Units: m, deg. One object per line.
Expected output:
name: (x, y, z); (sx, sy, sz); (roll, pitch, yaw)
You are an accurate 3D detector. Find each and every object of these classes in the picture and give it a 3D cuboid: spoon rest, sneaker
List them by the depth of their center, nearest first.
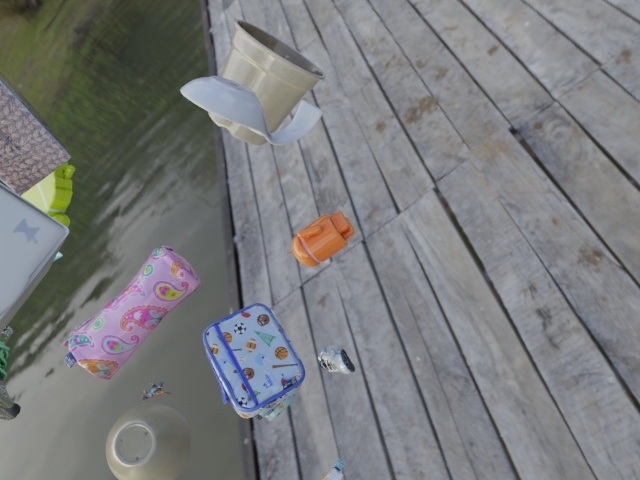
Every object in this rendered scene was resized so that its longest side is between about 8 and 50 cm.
spoon rest: (-0.110, -0.210, 0.959); (0.137, 0.276, 0.084); (36, 114, 32)
sneaker: (-0.879, 0.297, 1.494); (0.410, 0.158, 0.182); (32, 61, 26)
sneaker: (0.046, 0.375, 1.760); (0.086, 0.085, 0.237); (-31, 2, -10)

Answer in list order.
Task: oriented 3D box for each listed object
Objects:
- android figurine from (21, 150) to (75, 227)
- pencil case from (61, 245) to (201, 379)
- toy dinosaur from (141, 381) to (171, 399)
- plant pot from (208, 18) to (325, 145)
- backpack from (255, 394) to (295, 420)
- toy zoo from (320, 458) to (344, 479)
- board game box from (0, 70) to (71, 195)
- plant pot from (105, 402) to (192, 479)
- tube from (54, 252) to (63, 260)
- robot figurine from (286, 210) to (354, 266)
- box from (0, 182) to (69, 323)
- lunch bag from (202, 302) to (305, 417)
android figurine: (-0.685, -0.100, 1.421); (0.273, 0.056, 0.248); (-52, 55, 20)
pencil case: (-0.369, 0.140, 1.133); (0.284, 0.124, 0.124); (-46, 37, -5)
toy dinosaur: (-0.476, 0.436, 1.630); (0.090, 0.047, 0.082); (41, 124, 24)
plant pot: (-0.201, -0.491, 1.871); (0.305, 0.334, 0.334); (-56, 35, 21)
backpack: (-0.162, 0.483, 1.893); (0.188, 0.144, 0.166); (-49, 22, 5)
toy zoo: (-0.031, 0.667, 1.417); (0.293, 0.030, 0.192); (-46, -13, -29)
board game box: (-0.721, -0.274, 1.272); (0.141, 0.232, 0.291); (-41, 46, -10)
plant pot: (-0.584, 0.672, 1.892); (0.284, 0.191, 0.284); (0, 68, 0)
tube: (-0.658, 0.047, 1.304); (0.207, 0.080, 0.052); (-31, 29, 38)
robot figurine: (-0.001, -0.001, 1.834); (0.219, 0.128, 0.158); (-36, 2, 11)
box: (-0.353, 0.034, 0.555); (0.232, 0.127, 0.148); (-23, 34, 59)
lunch bag: (-0.199, 0.353, 1.671); (0.243, 0.115, 0.303); (-23, 67, -22)
